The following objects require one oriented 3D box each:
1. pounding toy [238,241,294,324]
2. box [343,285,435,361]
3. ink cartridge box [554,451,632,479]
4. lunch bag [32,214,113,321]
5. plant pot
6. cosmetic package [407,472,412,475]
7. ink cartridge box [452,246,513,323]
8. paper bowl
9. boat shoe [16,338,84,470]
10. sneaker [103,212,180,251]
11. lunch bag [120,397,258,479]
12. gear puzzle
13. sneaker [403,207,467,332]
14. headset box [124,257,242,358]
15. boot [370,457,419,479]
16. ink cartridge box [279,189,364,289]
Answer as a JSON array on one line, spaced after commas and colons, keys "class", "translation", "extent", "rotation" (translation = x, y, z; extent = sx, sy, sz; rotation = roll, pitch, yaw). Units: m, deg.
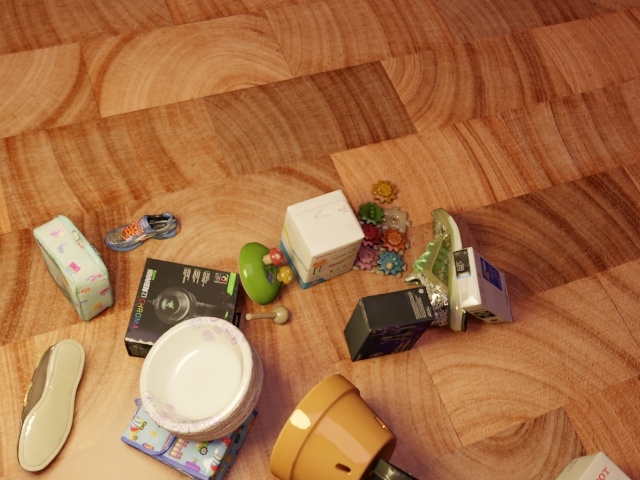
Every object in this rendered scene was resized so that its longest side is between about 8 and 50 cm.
[{"class": "pounding toy", "translation": [-0.131, 0.106, 1.866], "extent": [0.110, 0.183, 0.237], "rotation": [-18, 70, 24]}, {"class": "box", "translation": [0.180, 0.231, 1.817], "extent": [0.184, 0.261, 0.103], "rotation": [-7, 64, -12]}, {"class": "ink cartridge box", "translation": [0.741, 0.776, 1.679], "extent": [0.279, 0.160, 0.385], "rotation": [-38, 74, -24]}, {"class": "lunch bag", "translation": [-0.647, 0.068, 1.759], "extent": [0.107, 0.279, 0.224], "rotation": [-32, 69, -27]}, {"class": "plant pot", "translation": [0.046, 0.501, 1.614], "extent": [0.203, 0.291, 0.291], "rotation": [31, 61, 25]}, {"class": "cosmetic package", "translation": [0.138, 0.682, 1.677], "extent": [0.231, 0.085, 0.117], "rotation": [-14, 66, -18]}, {"class": "ink cartridge box", "translation": [0.471, 0.141, 1.923], "extent": [0.065, 0.332, 0.166], "rotation": [-16, 66, 27]}, {"class": "paper bowl", "translation": [-0.276, 0.339, 1.609], "extent": [0.284, 0.148, 0.284], "rotation": [-8, 59, 13]}, {"class": "boat shoe", "translation": [-0.688, 0.410, 1.679], "extent": [0.116, 0.096, 0.325], "rotation": [31, 57, -40]}, {"class": "sneaker", "translation": [-0.521, -0.036, 1.943], "extent": [0.221, 0.087, 0.083], "rotation": [-20, 67, -19]}, {"class": "lunch bag", "translation": [-0.344, 0.464, 1.706], "extent": [0.293, 0.138, 0.221], "rotation": [20, 62, 16]}, {"class": "gear puzzle", "translation": [0.198, -0.050, 2.090], "extent": [0.175, 0.044, 0.339], "rotation": [11, 61, -3]}, {"class": "sneaker", "translation": [0.336, 0.079, 2.000], "extent": [0.182, 0.158, 0.411], "rotation": [-4, 58, 5]}, {"class": "headset box", "translation": [-0.358, 0.204, 1.819], "extent": [0.283, 0.131, 0.246], "rotation": [11, 62, -4]}, {"class": "boot", "translation": [0.185, 0.686, 1.552], "extent": [0.348, 0.131, 0.260], "rotation": [36, 78, -22]}, {"class": "ink cartridge box", "translation": [0.000, 0.000, 1.925], "extent": [0.171, 0.233, 0.168], "rotation": [-20, 67, -18]}]
